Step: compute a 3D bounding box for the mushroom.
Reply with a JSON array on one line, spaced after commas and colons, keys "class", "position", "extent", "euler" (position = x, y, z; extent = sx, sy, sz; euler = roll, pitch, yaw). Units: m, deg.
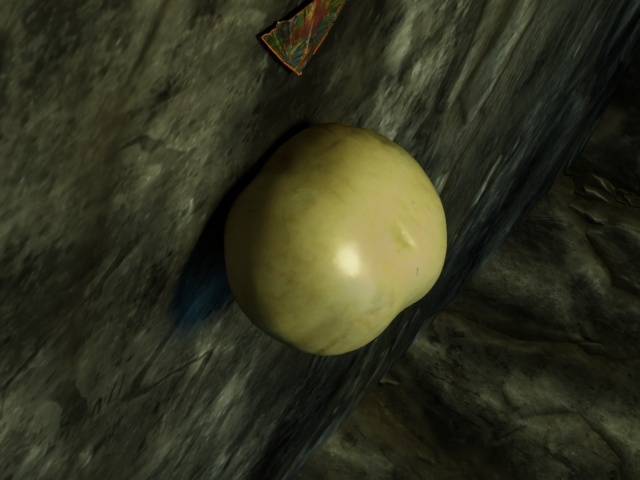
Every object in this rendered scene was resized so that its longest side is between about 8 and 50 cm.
[{"class": "mushroom", "position": [0.000, 0.000, 1.421], "extent": [0.260, 0.234, 0.254], "euler": [15, 78, -37]}]

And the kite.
[{"class": "kite", "position": [-0.007, -0.216, 1.228], "extent": [0.190, 0.010, 0.159], "euler": [-46, 162, -41]}]
